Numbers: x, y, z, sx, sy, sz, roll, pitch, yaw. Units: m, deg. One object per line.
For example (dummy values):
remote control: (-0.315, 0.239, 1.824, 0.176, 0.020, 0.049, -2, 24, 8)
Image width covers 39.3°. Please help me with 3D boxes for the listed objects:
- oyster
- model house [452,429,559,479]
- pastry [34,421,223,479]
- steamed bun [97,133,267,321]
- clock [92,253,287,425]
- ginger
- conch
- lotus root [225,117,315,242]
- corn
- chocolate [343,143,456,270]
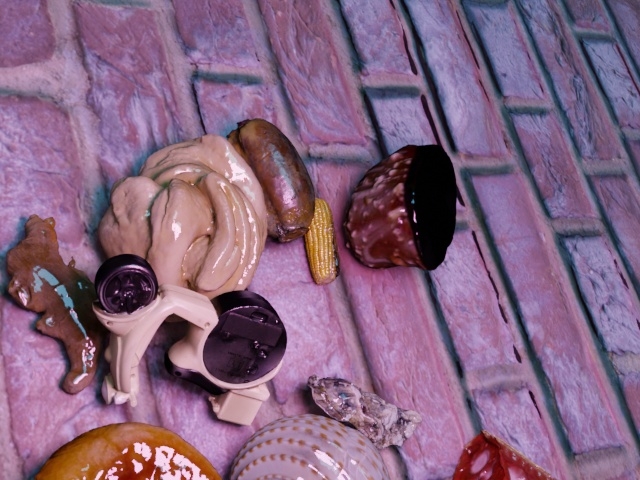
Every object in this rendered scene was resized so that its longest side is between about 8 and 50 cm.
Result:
oyster: (0.081, 0.341, 1.791, 0.252, 0.087, 0.199, 35, 9, 1)
model house: (0.392, 0.522, 1.880, 0.196, 0.160, 0.254, 36, 22, -10)
pastry: (-0.312, 0.465, 1.457, 0.356, 0.164, 0.355, 14, 54, -20)
steamed bun: (-0.249, -0.033, 1.742, 0.325, 0.230, 0.372, 42, 51, -1)
clock: (-0.247, 0.190, 1.603, 0.379, 0.276, 0.120, 18, 15, -25)
ginger: (-0.463, 0.099, 1.619, 0.166, 0.080, 0.333, -29, 79, -28)
conch: (0.005, 0.433, 1.622, 0.303, 0.215, 0.319, 38, 46, 10)
lotus root: (-0.102, -0.132, 1.935, 0.274, 0.152, 0.160, 67, 18, 5)
corn: (0.000, 0.000, 1.984, 0.072, 0.072, 0.203, 7, 61, -30)
chocolate: (0.172, -0.068, 2.041, 0.225, 0.210, 0.340, 57, 37, -34)
